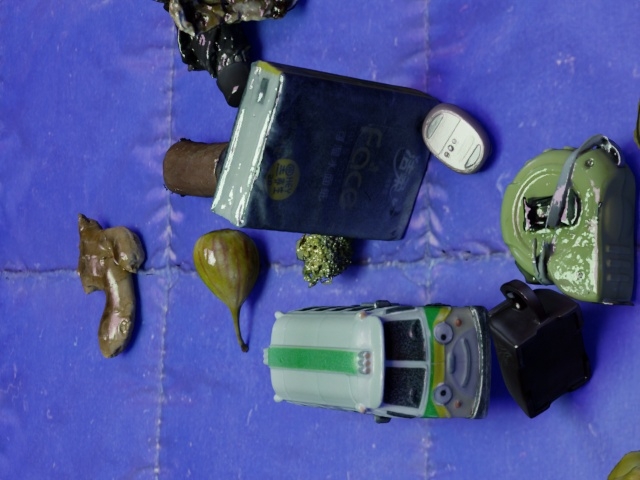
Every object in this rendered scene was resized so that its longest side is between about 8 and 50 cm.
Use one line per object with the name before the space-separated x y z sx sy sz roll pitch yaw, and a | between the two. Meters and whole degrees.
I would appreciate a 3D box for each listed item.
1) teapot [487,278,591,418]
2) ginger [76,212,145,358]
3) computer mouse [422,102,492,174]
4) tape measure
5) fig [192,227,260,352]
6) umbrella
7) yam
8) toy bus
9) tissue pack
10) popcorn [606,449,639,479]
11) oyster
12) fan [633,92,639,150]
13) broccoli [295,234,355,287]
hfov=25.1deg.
teapot | 0.220 0.104 1.531 0.096 0.087 0.177 44 160 44
ginger | -0.318 0.066 2.141 0.133 0.059 0.214 1 88 38
computer mouse | 0.161 -0.119 1.680 0.096 0.039 0.066 43 117 23
tape measure | 0.264 -0.023 1.532 0.154 0.087 0.177 2 85 46
fig | -0.106 0.058 1.926 0.093 0.093 0.166 -27 95 41
umbrella | -0.181 -0.322 1.992 0.154 0.128 0.336 -28 69 38
yam | -0.153 -0.098 1.972 0.127 0.084 0.084 5 90 49
toy bus | 0.061 0.136 1.640 0.276 0.165 0.133 -6 83 62
tissue pack | 0.008 -0.101 1.678 0.081 0.257 0.185 31 109 45
popcorn | 0.327 0.328 1.340 0.276 0.225 0.276 -23 60 49
oyster | -0.115 -0.385 1.897 0.214 0.083 0.223 -19 69 -3
fan | 0.393 -0.208 1.399 0.335 0.011 0.229 -62 14 -1
broccoli | 0.000 0.000 1.803 0.092 0.095 0.097 -11 107 34
